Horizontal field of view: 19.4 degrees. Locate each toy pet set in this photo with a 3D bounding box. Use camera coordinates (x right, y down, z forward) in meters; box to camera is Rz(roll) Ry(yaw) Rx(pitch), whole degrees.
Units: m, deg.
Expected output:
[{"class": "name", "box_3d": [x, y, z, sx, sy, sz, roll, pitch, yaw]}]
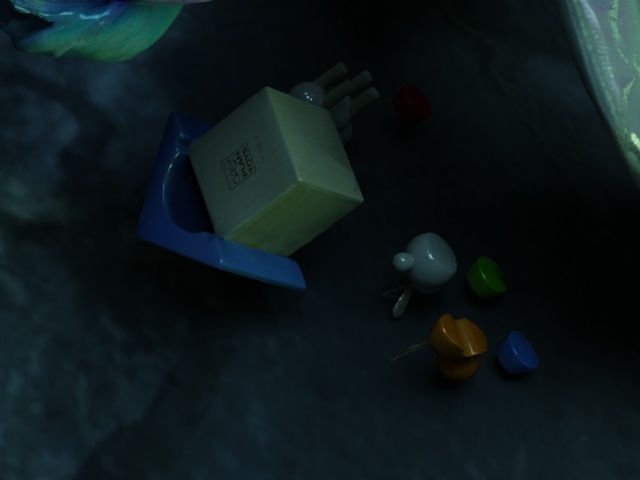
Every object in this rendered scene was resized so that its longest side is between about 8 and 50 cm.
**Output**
[{"class": "toy pet set", "box_3d": [0.000, 0.000, 0.642, 0.114, 0.065, 0.122, 17, 45, -49]}]

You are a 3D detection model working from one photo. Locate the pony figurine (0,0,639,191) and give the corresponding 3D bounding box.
[{"class": "pony figurine", "box_3d": [0.067, -0.170, 0.574, 0.351, 0.363, 0.303, 24, 25, -55]}]
